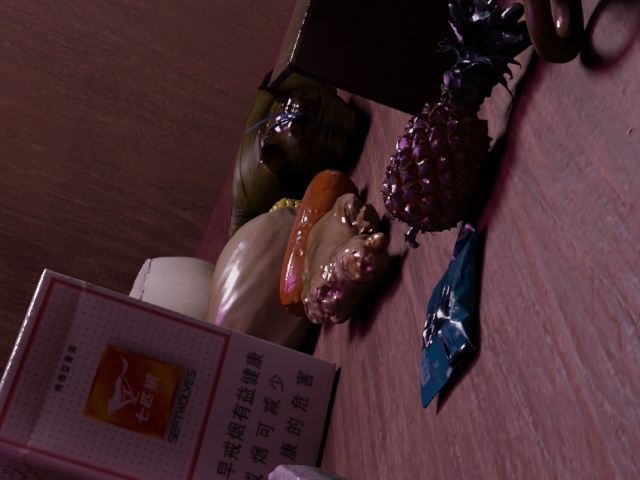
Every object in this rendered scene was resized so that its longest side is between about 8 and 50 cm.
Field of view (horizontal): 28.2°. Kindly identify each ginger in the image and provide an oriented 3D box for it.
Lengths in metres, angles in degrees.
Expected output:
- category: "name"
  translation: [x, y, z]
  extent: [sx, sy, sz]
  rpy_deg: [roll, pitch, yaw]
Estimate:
- category: "ginger"
  translation: [0.025, 0.030, 1.349]
  extent: [0.213, 0.074, 0.137]
  rpy_deg: [-119, 49, -69]

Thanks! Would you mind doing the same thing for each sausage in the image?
- category: "sausage"
  translation: [0.000, 0.000, 1.531]
  extent: [0.076, 0.076, 0.197]
  rpy_deg: [127, 162, -60]

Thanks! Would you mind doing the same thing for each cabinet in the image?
- category: "cabinet"
  translation: [0.068, -0.238, 1.319]
  extent: [0.148, 0.175, 0.215]
  rpy_deg: [173, 116, -79]

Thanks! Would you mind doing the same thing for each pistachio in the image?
- category: "pistachio"
  translation: [-0.064, 0.063, 1.601]
  extent: [0.138, 0.153, 0.238]
  rpy_deg: [59, -143, -47]

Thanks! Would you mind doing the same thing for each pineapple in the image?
- category: "pineapple"
  translation: [0.112, -0.097, 1.059]
  extent: [0.103, 0.083, 0.221]
  rpy_deg: [-30, -39, -80]

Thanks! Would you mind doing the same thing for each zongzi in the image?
- category: "zongzi"
  translation: [-0.060, -0.087, 1.813]
  extent: [0.300, 0.138, 0.286]
  rpy_deg: [-64, 14, 10]

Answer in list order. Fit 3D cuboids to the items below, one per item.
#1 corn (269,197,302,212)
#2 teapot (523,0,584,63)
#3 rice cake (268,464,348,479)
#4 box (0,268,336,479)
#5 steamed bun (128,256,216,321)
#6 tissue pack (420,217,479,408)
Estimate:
- category: "corn"
  translation: [-0.058, 0.049, 1.734]
  extent: [0.080, 0.080, 0.231]
  rpy_deg: [132, 156, -66]
- category: "teapot"
  translation: [0.161, -0.261, 0.916]
  extent: [0.175, 0.185, 0.268]
  rpy_deg: [-18, -77, -61]
- category: "rice cake"
  translation: [0.014, 0.236, 0.997]
  extent: [0.399, 0.070, 0.064]
  rpy_deg: [-177, 103, -81]
- category: "box"
  translation: [-0.165, 0.181, 1.314]
  extent: [0.095, 0.330, 0.210]
  rpy_deg: [123, 164, -54]
- category: "steamed bun"
  translation: [-0.223, 0.185, 2.003]
  extent: [0.324, 0.206, 0.324]
  rpy_deg: [-159, 90, -78]
- category: "tissue pack"
  translation: [0.100, 0.055, 1.006]
  extent: [0.138, 0.028, 0.085]
  rpy_deg: [-76, 10, -46]
